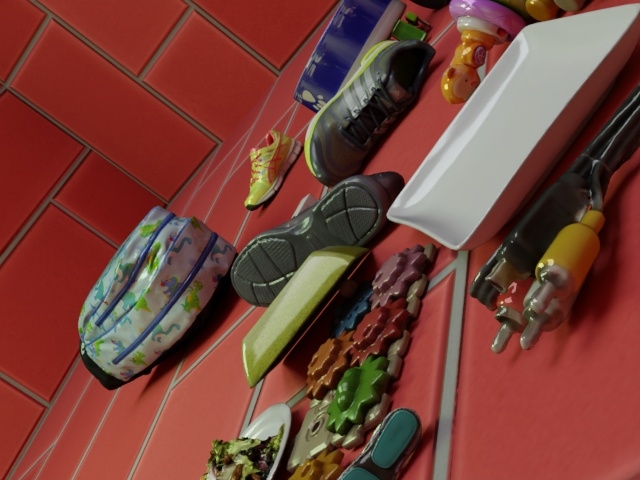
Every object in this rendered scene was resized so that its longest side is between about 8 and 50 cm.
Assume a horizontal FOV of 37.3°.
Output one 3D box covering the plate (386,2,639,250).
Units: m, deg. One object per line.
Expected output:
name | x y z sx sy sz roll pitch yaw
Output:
plate | 0.194 -0.109 0.973 0.277 0.045 0.278 -54 13 0

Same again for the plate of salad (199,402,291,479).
plate of salad | -0.097 0.255 1.014 0.200 0.048 0.200 -51 12 16

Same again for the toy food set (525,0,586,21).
toy food set | 0.278 -0.350 1.066 0.111 0.232 0.105 27 77 35

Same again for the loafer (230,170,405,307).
loafer | 0.000 0.000 1.282 0.302 0.109 0.095 -35 -1 40

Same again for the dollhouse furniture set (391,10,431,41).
dollhouse furniture set | 0.172 -0.376 1.771 0.076 0.058 0.151 -59 -7 6

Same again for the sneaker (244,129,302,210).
sneaker | -0.124 -0.154 2.056 0.081 0.094 0.209 -32 27 54

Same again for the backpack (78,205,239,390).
backpack | -0.302 0.094 1.779 0.355 0.273 0.290 -18 29 48

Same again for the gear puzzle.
gear puzzle | 0.015 0.141 0.939 0.175 0.044 0.339 -40 18 43

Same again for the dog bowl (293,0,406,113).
dog bowl | 0.056 -0.359 1.820 0.265 0.104 0.265 -60 1 2

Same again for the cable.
cable | 0.213 -0.027 0.743 0.287 0.072 0.139 -46 -8 -23

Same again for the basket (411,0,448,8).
basket | 0.235 -0.564 1.779 0.227 0.154 0.204 -60 16 -11

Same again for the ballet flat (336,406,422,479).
ballet flat | 0.045 0.185 0.764 0.114 0.041 0.041 -53 13 -2

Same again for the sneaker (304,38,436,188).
sneaker | 0.079 -0.214 1.505 0.300 0.111 0.121 -60 19 -18

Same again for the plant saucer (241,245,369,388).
plant saucer | -0.024 0.075 1.120 0.188 0.045 0.188 -52 -5 7

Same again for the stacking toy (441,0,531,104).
stacking toy | 0.223 -0.318 1.224 0.165 0.175 0.302 20 89 41

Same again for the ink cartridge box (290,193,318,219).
ink cartridge box | -0.021 -0.005 1.396 0.029 0.063 0.115 -36 22 57
